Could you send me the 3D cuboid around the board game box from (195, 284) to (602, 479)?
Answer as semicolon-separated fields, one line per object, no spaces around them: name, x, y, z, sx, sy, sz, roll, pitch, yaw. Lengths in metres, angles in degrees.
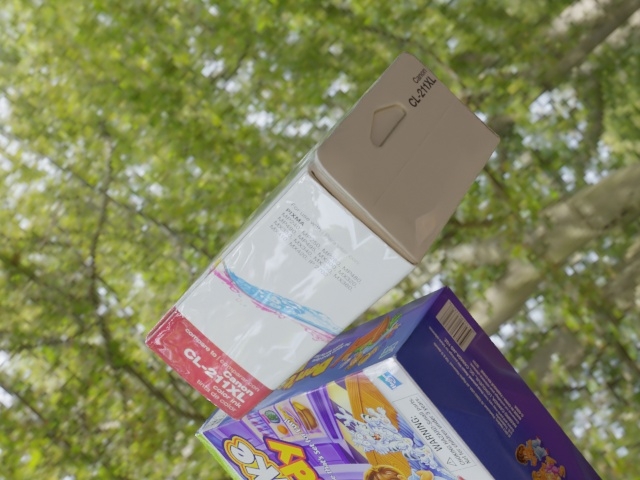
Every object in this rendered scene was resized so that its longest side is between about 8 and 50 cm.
board game box;0.102;0.217;0.906;0.347;0.233;0.078;50;-131;-10

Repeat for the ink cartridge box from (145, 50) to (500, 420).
ink cartridge box;0.000;0.000;0.673;0.072;0.175;0.127;43;-136;-4
